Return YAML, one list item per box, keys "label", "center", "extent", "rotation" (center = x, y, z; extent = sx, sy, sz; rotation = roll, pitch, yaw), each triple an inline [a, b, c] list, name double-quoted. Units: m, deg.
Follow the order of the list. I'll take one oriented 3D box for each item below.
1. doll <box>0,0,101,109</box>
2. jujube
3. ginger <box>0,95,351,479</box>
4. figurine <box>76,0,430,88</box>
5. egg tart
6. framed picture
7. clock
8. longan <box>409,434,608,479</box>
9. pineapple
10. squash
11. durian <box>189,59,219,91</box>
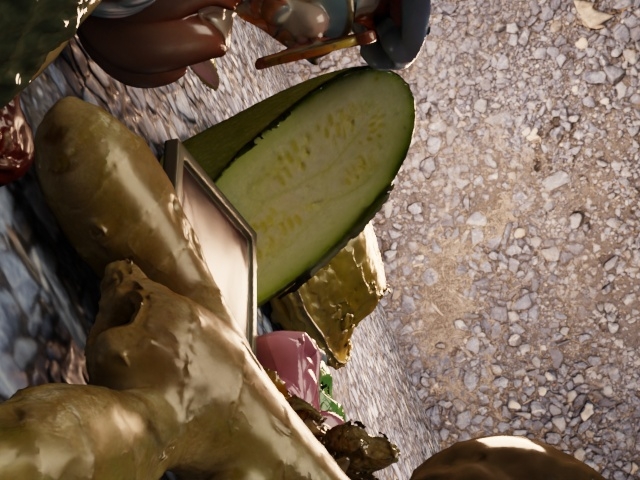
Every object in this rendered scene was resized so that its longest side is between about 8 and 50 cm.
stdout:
- label: "doll"
  center: [-0.219, -0.172, 0.242]
  extent: [0.349, 0.247, 0.247]
  rotation: [33, 36, -72]
- label: "jujube"
  center: [-0.222, -0.092, 0.480]
  extent: [0.077, 0.077, 0.129]
  rotation: [-97, 169, -59]
- label: "ginger"
  center: [-0.093, 0.097, 0.570]
  extent: [0.348, 0.122, 0.363]
  rotation: [45, 14, -36]
- label: "figurine"
  center: [-0.091, -0.274, 0.787]
  extent: [0.276, 0.388, 0.248]
  rotation: [-128, -148, -55]
- label: "egg tart"
  center: [0.000, 0.000, 1.304]
  extent: [0.443, 0.178, 0.443]
  rotation: [-19, 90, -82]
- label: "framed picture"
  center: [-0.107, 0.077, 0.760]
  extent: [0.211, 0.020, 0.289]
  rotation: [56, 27, -59]
- label: "clock"
  center: [-0.019, 0.218, 0.914]
  extent: [0.194, 0.100, 0.195]
  rotation: [56, 17, -63]
- label: "longan"
  center: [0.285, 0.504, 1.119]
  extent: [0.404, 0.404, 0.436]
  rotation: [-69, 139, -78]
- label: "pineapple"
  center: [-0.016, 0.236, 0.671]
  extent: [0.140, 0.164, 0.249]
  rotation: [-52, 136, -60]
- label: "squash"
  center: [-0.011, -0.079, 0.972]
  extent: [0.210, 0.309, 0.233]
  rotation: [-102, 168, -46]
- label: "durian"
  center: [-0.204, -0.303, 1.140]
  extent: [0.140, 0.078, 0.224]
  rotation: [-120, -169, -47]
